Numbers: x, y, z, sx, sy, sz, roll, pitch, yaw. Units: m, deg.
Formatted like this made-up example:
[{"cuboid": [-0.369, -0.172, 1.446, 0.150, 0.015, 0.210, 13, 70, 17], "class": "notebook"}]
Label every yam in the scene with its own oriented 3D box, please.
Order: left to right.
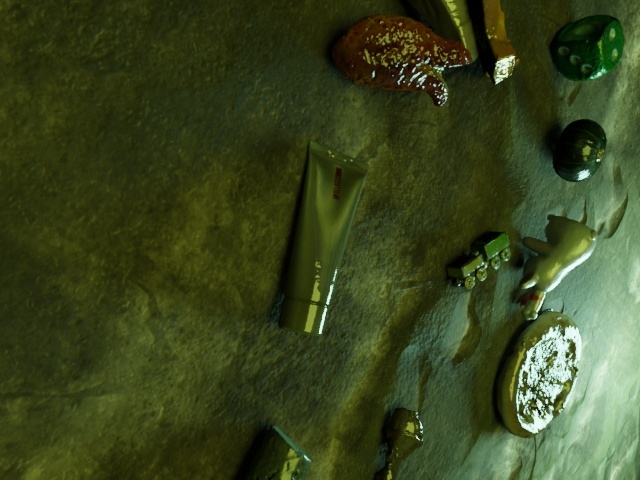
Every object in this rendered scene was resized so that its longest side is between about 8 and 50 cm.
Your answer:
[{"cuboid": [-0.090, 0.447, 0.966, 0.107, 0.107, 0.194, 33, 77, -37], "class": "yam"}]

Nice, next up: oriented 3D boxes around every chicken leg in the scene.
[{"cuboid": [0.176, 0.475, 1.198, 0.085, 0.069, 0.197, 16, 96, -37], "class": "chicken leg"}]

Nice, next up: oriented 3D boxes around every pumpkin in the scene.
[{"cuboid": [0.344, -0.439, 1.069, 0.258, 0.095, 0.290, -78, 146, -57], "class": "pumpkin"}, {"cuboid": [0.683, -0.237, 1.404, 0.167, 0.125, 0.167, -10, 107, -35], "class": "pumpkin"}]

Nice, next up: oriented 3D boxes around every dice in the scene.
[{"cuboid": [0.684, -0.491, 1.355, 0.131, 0.128, 0.120, -46, 124, -23], "class": "dice"}]

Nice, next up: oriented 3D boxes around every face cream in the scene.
[{"cuboid": [0.000, 0.000, 0.970, 0.137, 0.084, 0.341, 18, 81, -29], "class": "face cream"}]

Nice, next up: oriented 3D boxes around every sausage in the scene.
[{"cuboid": [0.641, 0.125, 1.501, 0.253, 0.034, 0.034, -28, 115, -30], "class": "sausage"}]

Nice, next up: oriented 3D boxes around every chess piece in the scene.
[{"cuboid": [0.216, -0.475, 0.998, 0.137, 0.137, 0.300, -37, 118, -26], "class": "chess piece"}]

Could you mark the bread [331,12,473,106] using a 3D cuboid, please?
[{"cuboid": [0.153, -0.327, 0.967, 0.269, 0.095, 0.139, 13, 132, -18], "class": "bread"}]

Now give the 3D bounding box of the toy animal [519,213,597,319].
[{"cuboid": [0.593, 0.063, 1.404, 0.282, 0.138, 0.140, -47, 117, 6], "class": "toy animal"}]

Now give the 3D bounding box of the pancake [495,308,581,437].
[{"cuboid": [0.645, 0.384, 1.531, 0.382, 0.071, 0.382, -8, 104, -35], "class": "pancake"}]

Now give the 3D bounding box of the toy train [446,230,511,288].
[{"cuboid": [0.382, 0.045, 1.275, 0.202, 0.060, 0.081, -30, 108, -29], "class": "toy train"}]
